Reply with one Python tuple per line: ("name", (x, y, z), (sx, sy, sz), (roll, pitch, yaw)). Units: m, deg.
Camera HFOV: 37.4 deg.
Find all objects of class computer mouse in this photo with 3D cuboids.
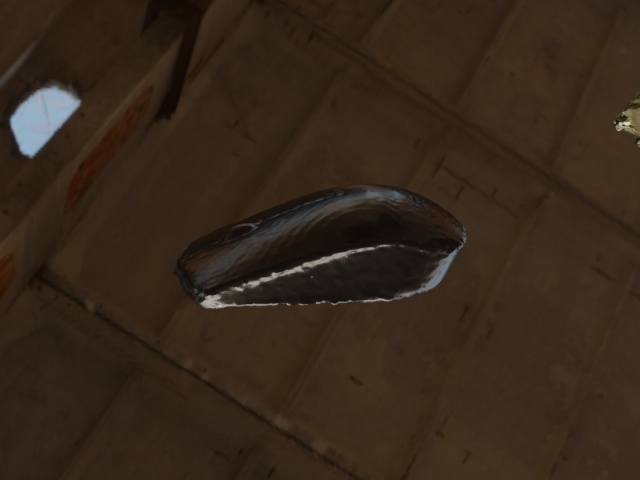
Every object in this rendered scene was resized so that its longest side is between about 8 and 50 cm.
("computer mouse", (0.001, -0.005, 0.934), (0.296, 0.087, 0.168), (-6, -158, -8))

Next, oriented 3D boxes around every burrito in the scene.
("burrito", (0.347, -0.152, 0.943), (0.051, 0.171, 0.042), (29, -117, 6))
